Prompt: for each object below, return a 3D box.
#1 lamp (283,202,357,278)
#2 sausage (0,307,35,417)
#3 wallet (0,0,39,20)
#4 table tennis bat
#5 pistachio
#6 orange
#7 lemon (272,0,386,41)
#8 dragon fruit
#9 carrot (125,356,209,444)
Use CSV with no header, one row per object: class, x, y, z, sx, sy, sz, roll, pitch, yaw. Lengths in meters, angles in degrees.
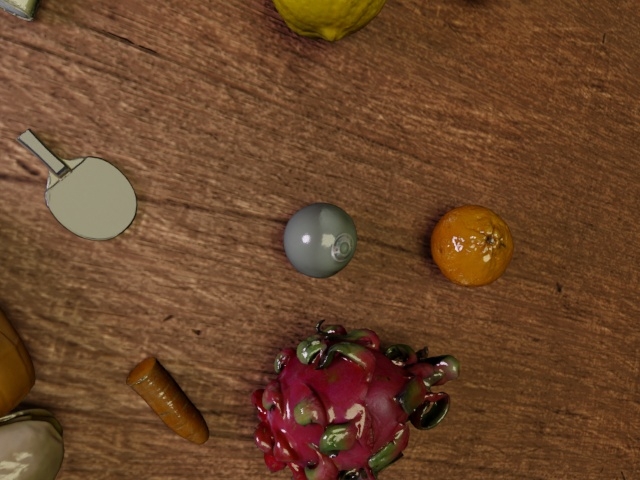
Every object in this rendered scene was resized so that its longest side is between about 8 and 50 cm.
lamp,0.000,0.000,0.699,0.105,0.105,0.105,-1,92,-24
sausage,-0.416,0.045,0.511,0.112,0.112,0.329,-30,103,-20
wallet,-0.349,-0.342,0.562,0.110,0.039,0.155,23,83,-27
table tennis bat,-0.295,-0.069,0.611,0.095,0.014,0.158,-47,111,-15
pistachio,-0.354,0.251,0.548,0.149,0.113,0.113,-47,109,-26
orange,0.244,0.010,0.804,0.135,0.117,0.136,-3,100,-21
lemon,0.013,-0.365,0.656,0.180,0.180,0.193,-29,103,-21
dragon fruit,0.047,0.225,0.693,0.272,0.219,0.198,16,130,-29
carrot,-0.189,0.216,0.652,0.048,0.048,0.139,-40,108,-18
